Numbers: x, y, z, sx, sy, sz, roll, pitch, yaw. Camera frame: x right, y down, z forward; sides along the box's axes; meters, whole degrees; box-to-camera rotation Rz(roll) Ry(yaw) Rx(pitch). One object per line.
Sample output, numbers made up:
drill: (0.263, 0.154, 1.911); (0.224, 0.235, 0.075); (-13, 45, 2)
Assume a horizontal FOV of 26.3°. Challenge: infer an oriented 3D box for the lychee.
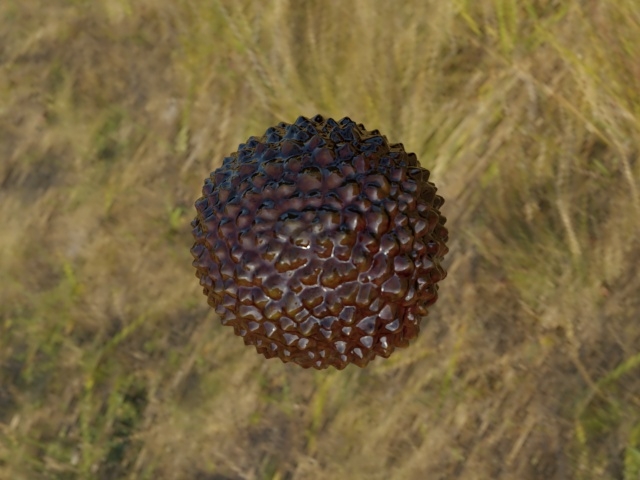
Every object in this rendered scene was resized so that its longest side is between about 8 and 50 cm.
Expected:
lychee: (0.000, 0.000, 1.593); (0.330, 0.306, 0.306); (-21, 51, 53)
